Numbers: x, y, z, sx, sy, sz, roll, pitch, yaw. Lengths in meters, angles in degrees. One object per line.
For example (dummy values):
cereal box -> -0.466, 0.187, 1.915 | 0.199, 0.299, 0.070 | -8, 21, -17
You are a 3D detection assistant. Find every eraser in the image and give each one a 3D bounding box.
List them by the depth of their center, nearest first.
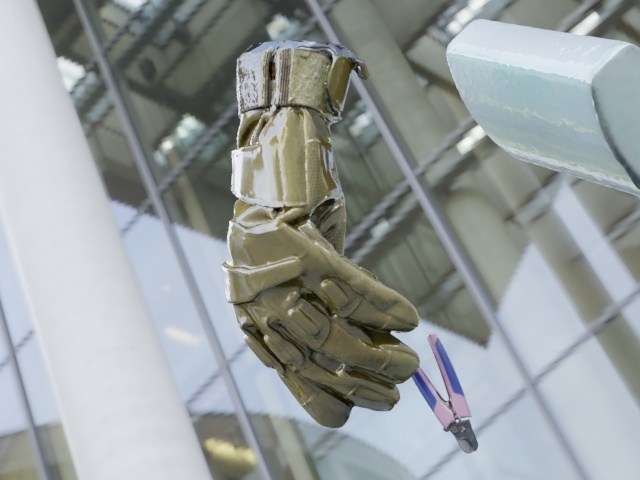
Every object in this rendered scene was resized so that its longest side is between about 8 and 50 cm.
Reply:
eraser -> 0.275, -0.146, 1.632 | 0.104, 0.290, 0.189 | -47, -61, -9

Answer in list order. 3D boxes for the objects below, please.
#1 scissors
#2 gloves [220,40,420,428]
scissors -> 0.111, 0.139, 1.327 | 0.039, 0.113, 0.012 | -26, -10, 3
gloves -> -0.014, 0.000, 1.242 | 0.141, 0.154, 0.331 | -9, -84, -35
